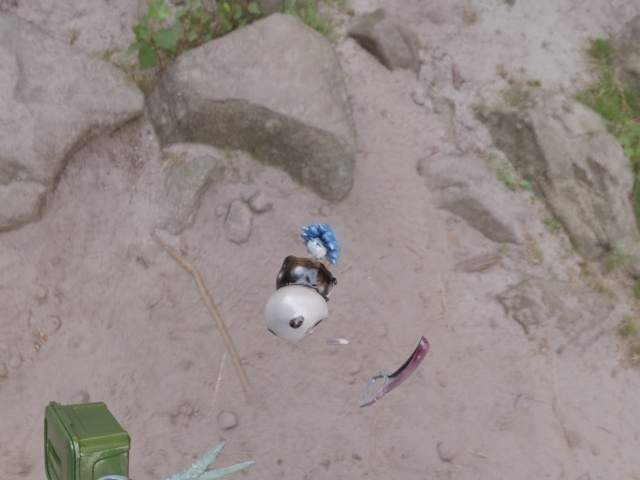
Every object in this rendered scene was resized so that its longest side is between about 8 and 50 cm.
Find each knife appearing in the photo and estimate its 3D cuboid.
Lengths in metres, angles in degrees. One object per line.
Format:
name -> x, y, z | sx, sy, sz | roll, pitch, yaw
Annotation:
knife -> 0.196, 0.317, 1.579 | 0.053, 0.278, 0.123 | 34, 42, -4

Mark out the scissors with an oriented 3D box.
scissors -> -0.325, 0.577, 1.503 | 0.256, 0.383, 0.029 | 51, 18, -22

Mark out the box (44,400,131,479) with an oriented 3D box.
box -> -0.643, 0.590, 1.758 | 0.178, 0.329, 0.252 | -5, 102, -35

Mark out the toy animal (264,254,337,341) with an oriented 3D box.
toy animal -> -0.065, 0.178, 1.831 | 0.165, 0.187, 0.235 | 36, 44, -22

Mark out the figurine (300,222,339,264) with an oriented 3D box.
figurine -> 0.000, 0.000, 1.450 | 0.079, 0.114, 0.114 | -37, 87, -20

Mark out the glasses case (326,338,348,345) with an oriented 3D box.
glasses case -> 0.049, 0.299, 1.880 | 0.032, 0.083, 0.021 | 7, 77, -32
